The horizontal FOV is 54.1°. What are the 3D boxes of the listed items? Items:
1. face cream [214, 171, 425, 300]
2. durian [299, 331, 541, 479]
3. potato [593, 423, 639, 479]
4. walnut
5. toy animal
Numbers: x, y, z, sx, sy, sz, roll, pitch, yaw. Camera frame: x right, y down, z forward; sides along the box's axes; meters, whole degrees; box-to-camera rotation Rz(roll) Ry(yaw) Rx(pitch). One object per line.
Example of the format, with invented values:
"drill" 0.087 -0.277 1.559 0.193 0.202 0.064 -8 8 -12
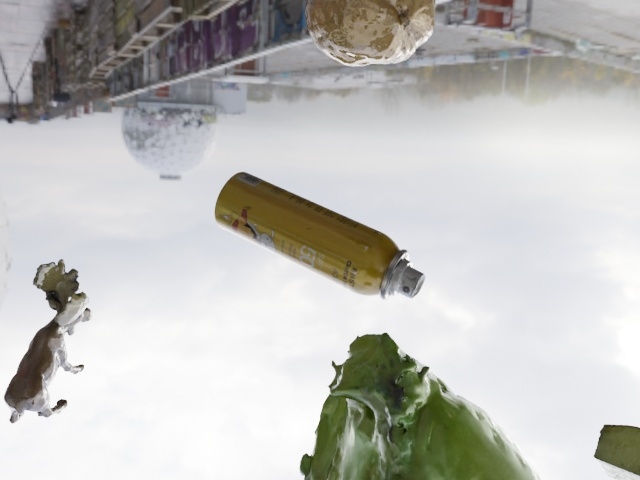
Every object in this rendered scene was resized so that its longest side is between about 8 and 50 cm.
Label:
"face cream" 0.000 0.000 0.992 0.348 0.105 0.105 25 -163 20
"durian" 0.099 0.269 0.590 0.339 0.256 0.204 37 158 -20
"potato" 0.548 0.370 1.047 0.149 0.081 0.120 14 160 40
"walnut" 0.058 -0.276 0.737 0.166 0.149 0.167 -19 -140 17
"toy animal" -0.395 0.155 0.928 0.093 0.186 0.214 10 -132 2
